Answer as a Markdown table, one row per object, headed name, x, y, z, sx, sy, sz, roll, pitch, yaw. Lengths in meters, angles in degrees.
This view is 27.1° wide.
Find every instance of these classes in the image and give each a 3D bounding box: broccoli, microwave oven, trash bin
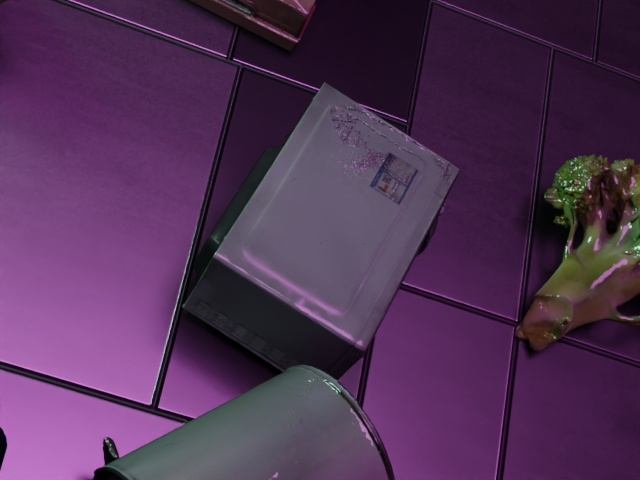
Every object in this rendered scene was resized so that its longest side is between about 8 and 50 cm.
| name | x | y | z | sx | sy | sz | roll | pitch | yaw |
| --- | --- | --- | --- | --- | --- | --- | --- | --- | --- |
| broccoli | 0.412 | -0.003 | 1.797 | 0.302 | 0.186 | 0.254 | -5 | 78 | -30 |
| microwave oven | 0.000 | 0.000 | 1.637 | 0.237 | 0.181 | 0.295 | 32 | 59 | -3 |
| trash bin | -0.082 | 0.285 | 1.450 | 0.262 | 0.217 | 0.277 | -26 | 58 | -29 |

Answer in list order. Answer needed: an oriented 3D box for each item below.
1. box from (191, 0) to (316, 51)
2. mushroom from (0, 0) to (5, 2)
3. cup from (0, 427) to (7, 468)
| name | x | y | z | sx | sy | sz | roll | pitch | yaw |
| --- | --- | --- | --- | --- | --- | --- | --- | --- | --- |
| box | -0.087 | -0.405 | 1.848 | 0.215 | 0.086 | 0.215 | 26 | 59 | -8 |
| mushroom | -0.477 | -0.382 | 1.571 | 0.151 | 0.156 | 0.286 | -35 | 81 | -5 |
| cup | -0.427 | 0.302 | 1.297 | 0.308 | 0.242 | 0.292 | 18 | 59 | -10 |
